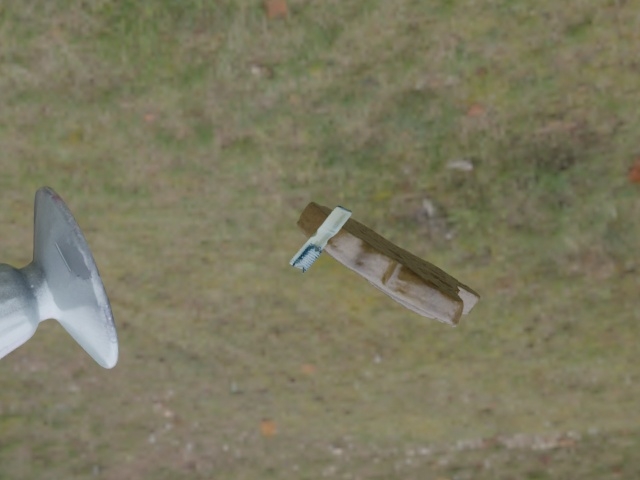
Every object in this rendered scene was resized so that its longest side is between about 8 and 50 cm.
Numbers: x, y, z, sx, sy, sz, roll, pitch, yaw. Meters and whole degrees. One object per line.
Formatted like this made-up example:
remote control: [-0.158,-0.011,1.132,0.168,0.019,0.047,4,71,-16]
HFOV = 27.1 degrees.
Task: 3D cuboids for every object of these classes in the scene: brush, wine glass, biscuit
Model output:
brush: [0.000,0.000,1.116,0.016,0.013,0.083,21,133,-21]
wine glass: [-0.241,0.055,0.840,0.196,0.165,0.165,-23,163,-19]
biscuit: [0.091,0.037,1.473,0.047,0.183,0.320,-55,156,8]
